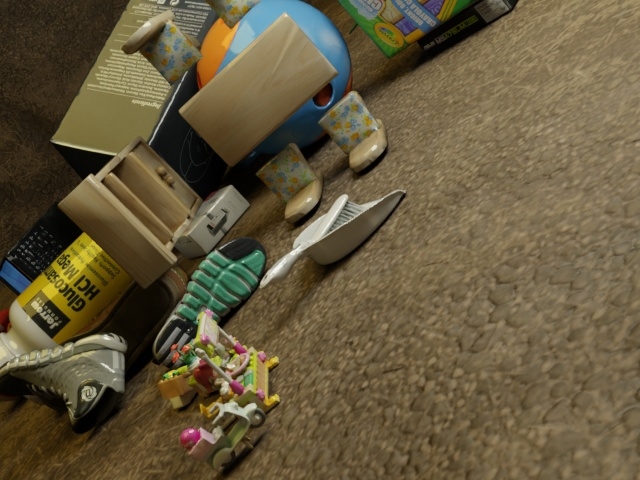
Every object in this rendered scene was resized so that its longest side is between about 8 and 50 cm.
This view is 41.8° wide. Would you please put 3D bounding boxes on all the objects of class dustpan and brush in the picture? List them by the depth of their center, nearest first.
[{"bbox_3d":[0.000,0.000,1.062,0.147,0.060,0.211,-15,33,55],"label":"dustpan and brush"}]

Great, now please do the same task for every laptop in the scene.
[{"bbox_3d":[-0.498,0.070,1.676,0.137,0.234,0.264,-21,28,47],"label":"laptop"}]

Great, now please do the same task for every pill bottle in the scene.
[{"bbox_3d":[-0.412,0.117,1.464,0.334,0.188,0.188,-47,18,-10],"label":"pill bottle"}]

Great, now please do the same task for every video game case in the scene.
[{"bbox_3d":[-0.135,-0.229,1.931,0.166,0.015,0.119,-48,19,-14],"label":"video game case"}]

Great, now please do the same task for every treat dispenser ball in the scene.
[{"bbox_3d":[-0.085,-0.304,1.552,0.288,0.288,0.288,-38,19,16],"label":"treat dispenser ball"}]

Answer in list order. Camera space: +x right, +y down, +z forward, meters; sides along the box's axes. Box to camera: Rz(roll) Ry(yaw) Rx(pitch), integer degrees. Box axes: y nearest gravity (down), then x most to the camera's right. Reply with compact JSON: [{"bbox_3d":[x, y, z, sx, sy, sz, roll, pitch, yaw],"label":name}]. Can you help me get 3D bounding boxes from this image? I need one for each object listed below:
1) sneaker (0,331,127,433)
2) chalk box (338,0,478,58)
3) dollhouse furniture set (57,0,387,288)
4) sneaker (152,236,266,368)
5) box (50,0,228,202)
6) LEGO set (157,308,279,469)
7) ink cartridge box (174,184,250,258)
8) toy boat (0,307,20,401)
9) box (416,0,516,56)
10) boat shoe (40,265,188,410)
[{"bbox_3d":[-0.387,0.228,1.244,0.229,0.086,0.132,-21,64,18],"label":"sneaker"},{"bbox_3d":[0.145,-0.456,1.445,0.289,0.179,0.180,-24,27,46],"label":"chalk box"},{"bbox_3d":[-0.159,-0.154,1.240,0.394,0.362,0.256,-39,15,16],"label":"dollhouse furniture set"},{"bbox_3d":[-0.169,0.085,1.203,0.223,0.083,0.098,-51,13,-23],"label":"sneaker"},{"bbox_3d":[-0.311,-0.260,1.701,0.212,0.293,0.395,12,65,19],"label":"box"},{"bbox_3d":[-0.134,0.143,0.951,0.132,0.107,0.287,-47,18,-10],"label":"LEGO set"},{"bbox_3d":[-0.210,-0.033,1.585,0.135,0.056,0.099,-52,19,-25],"label":"ink cartridge box"},{"bbox_3d":[-0.630,0.216,1.730,0.151,0.151,0.231,-54,9,37],"label":"toy boat"},{"bbox_3d":[0.273,-0.417,1.445,0.191,0.045,0.184,-22,31,49],"label":"box"},{"bbox_3d":[-0.322,0.159,1.341,0.307,0.110,0.104,-39,3,15],"label":"boat shoe"}]
